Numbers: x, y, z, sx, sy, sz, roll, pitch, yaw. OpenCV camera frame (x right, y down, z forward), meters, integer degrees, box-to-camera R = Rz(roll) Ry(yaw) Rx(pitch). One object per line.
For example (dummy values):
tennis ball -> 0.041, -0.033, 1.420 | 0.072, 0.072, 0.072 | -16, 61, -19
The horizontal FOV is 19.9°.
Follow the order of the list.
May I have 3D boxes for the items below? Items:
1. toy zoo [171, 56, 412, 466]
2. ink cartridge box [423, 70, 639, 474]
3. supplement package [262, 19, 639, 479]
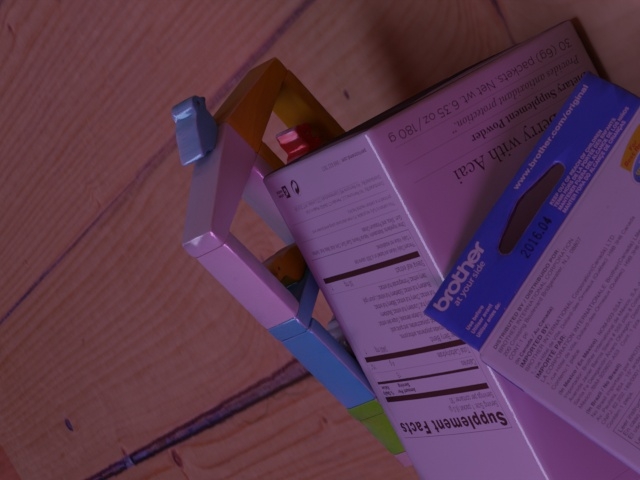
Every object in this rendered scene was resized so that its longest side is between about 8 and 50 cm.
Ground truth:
toy zoo -> 0.000, 0.000, 1.296 | 0.030, 0.192, 0.293 | -24, 121, 34
ink cartridge box -> 0.218, 0.046, 1.006 | 0.311, 0.185, 0.065 | 35, -177, 39
supplement package -> 0.128, 0.035, 1.209 | 0.293, 0.177, 0.175 | 62, 155, -4
